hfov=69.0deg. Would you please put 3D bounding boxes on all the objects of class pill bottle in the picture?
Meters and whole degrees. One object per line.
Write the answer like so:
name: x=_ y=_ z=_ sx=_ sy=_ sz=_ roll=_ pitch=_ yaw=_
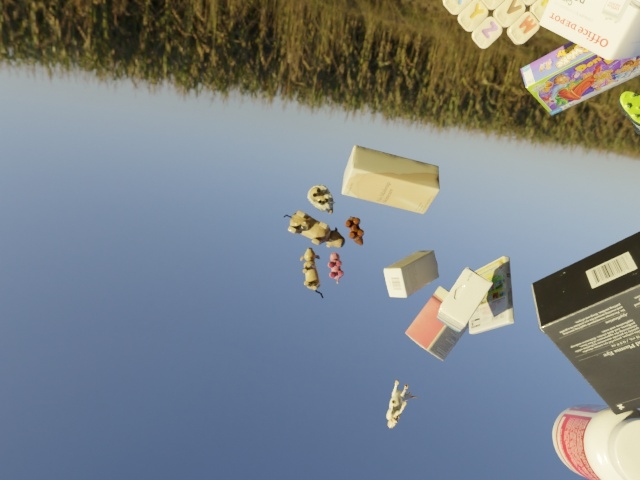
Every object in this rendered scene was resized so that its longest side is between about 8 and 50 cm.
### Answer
pill bottle: x=0.855 y=0.598 z=1.350 sx=0.229 sy=0.228 sz=0.407 roll=14 pitch=165 yaw=12

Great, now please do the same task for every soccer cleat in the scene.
soccer cleat: x=0.763 y=-0.284 z=1.103 sx=0.179 sy=0.060 sz=0.072 roll=35 pitch=179 yaw=-9

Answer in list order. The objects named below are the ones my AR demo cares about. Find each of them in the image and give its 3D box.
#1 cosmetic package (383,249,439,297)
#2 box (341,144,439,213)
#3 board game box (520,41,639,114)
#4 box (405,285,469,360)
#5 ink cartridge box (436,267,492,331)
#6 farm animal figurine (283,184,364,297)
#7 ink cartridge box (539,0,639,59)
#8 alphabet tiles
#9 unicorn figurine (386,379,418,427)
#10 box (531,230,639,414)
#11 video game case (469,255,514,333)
cosmetic package: x=0.352 y=0.124 z=1.780 sx=0.086 sy=0.117 sz=0.231 roll=-3 pitch=-167 yaw=46
box: x=0.243 y=-0.212 z=1.633 sx=0.311 sy=0.148 sz=0.121 roll=12 pitch=-126 yaw=-6
board game box: x=0.852 y=-0.550 z=1.464 sx=0.347 sy=0.078 sz=0.233 roll=-23 pitch=153 yaw=40
box: x=0.466 y=0.320 z=1.794 sx=0.149 sy=0.232 sz=0.127 roll=38 pitch=178 yaw=-42
ink cartridge box: x=0.386 y=0.167 z=1.266 sx=0.082 sy=0.139 sz=0.190 roll=33 pitch=174 yaw=18
farm animal figurine: x=0.000 y=0.000 z=1.798 sx=0.327 sy=0.330 sz=0.172 roll=44 pitch=-175 yaw=4
ink cartridge box: x=0.609 y=-0.540 z=0.936 sx=0.117 sy=0.283 sz=0.207 roll=-16 pitch=-130 yaw=-23
alphabet tiles: x=0.457 y=-0.635 z=1.144 sx=0.284 sy=0.278 sz=0.021 roll=44 pitch=-166 yaw=-11
unicorn figurine: x=0.210 y=0.429 z=1.243 sx=0.060 sy=0.111 sz=0.162 roll=27 pitch=-136 yaw=25
box: x=0.719 y=0.174 z=1.034 sx=0.312 sy=0.343 sz=0.179 roll=47 pitch=-148 yaw=-12
video game case: x=0.538 y=0.180 z=1.487 sx=0.026 sy=0.206 sz=0.227 roll=8 pitch=159 yaw=-9
